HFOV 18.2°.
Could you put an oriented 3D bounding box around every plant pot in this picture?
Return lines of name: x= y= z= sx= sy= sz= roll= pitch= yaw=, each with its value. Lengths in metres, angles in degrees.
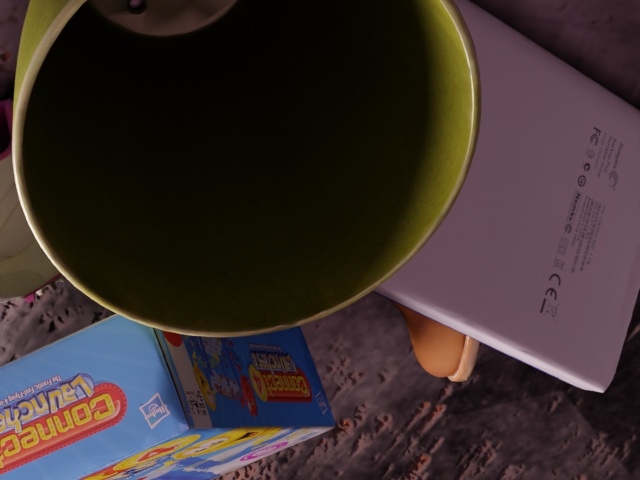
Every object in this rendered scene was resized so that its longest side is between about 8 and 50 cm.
plant pot: x=-0.072 y=-0.134 z=1.256 sx=0.275 sy=0.293 sz=0.274 roll=-7 pitch=123 yaw=-11

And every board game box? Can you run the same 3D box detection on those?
board game box: x=-0.180 y=0.147 z=1.378 sx=0.308 sy=0.086 sz=0.302 roll=-24 pitch=169 yaw=15

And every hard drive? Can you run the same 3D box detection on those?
hard drive: x=0.127 y=-0.037 z=1.427 sx=0.319 sy=0.040 sz=0.210 roll=26 pitch=78 yaw=-40

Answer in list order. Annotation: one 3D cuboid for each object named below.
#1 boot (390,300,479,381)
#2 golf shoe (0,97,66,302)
boot: x=0.000 y=0.000 z=1.466 sx=0.220 sy=0.109 sz=0.283 roll=-16 pitch=121 yaw=-8
golf shoe: x=-0.274 y=0.013 z=1.334 sx=0.115 sy=0.306 sz=0.140 roll=-6 pitch=115 yaw=38
